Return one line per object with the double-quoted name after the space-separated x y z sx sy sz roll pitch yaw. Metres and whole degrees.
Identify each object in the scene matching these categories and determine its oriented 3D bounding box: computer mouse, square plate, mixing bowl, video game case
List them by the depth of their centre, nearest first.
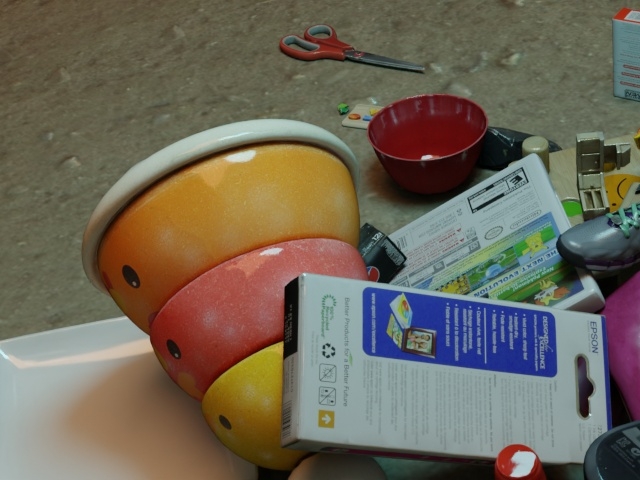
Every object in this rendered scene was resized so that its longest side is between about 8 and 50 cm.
0.360 0.228 1.238 0.272 0.072 0.188 -12 44 -32 "computer mouse"
-0.255 0.220 1.597 0.344 0.049 0.347 -10 37 -1 "square plate"
0.169 0.059 1.613 0.329 0.036 0.300 -30 34 14 "video game case"
0.165 -0.133 1.921 0.181 0.098 0.181 -7 37 6 "mixing bowl"

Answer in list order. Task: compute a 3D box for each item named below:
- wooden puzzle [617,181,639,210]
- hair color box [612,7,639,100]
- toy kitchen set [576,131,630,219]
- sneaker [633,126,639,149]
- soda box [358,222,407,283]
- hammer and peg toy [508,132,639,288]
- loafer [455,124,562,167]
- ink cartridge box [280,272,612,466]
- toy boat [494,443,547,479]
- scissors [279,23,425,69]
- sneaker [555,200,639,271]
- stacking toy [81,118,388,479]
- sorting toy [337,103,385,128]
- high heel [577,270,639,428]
0.417 -0.048 1.610 0.079 0.014 0.116 8 43 20 "wooden puzzle"
0.500 -0.290 2.012 0.072 0.141 0.043 18 45 32 "hair color box"
0.360 -0.084 1.609 0.068 0.083 0.075 -5 40 6 "toy kitchen set"
0.485 -0.110 1.647 0.175 0.064 0.067 27 73 42 "sneaker"
0.030 0.059 1.664 0.169 0.053 0.060 -46 32 -5 "soda box"
0.426 -0.020 1.688 0.266 0.127 0.361 -14 40 -5 "hammer and peg toy"
0.286 -0.141 1.947 0.170 0.062 0.061 20 24 32 "loafer"
0.139 0.147 1.366 0.371 0.069 0.175 8 70 -19 "ink cartridge box"
0.246 0.352 1.245 0.267 0.148 0.318 -18 45 -2 "toy boat"
0.048 -0.326 2.275 0.109 0.021 0.297 -31 42 -29 "scissors"
0.378 -0.031 1.497 0.224 0.098 0.083 -10 41 -24 "sneaker"
-0.044 0.133 1.446 0.351 0.350 0.480 -19 62 -11 "stacking toy"
0.060 -0.209 2.119 0.083 0.012 0.062 10 42 25 "sorting toy"
0.410 0.178 1.366 0.127 0.181 0.377 18 14 -41 "high heel"
